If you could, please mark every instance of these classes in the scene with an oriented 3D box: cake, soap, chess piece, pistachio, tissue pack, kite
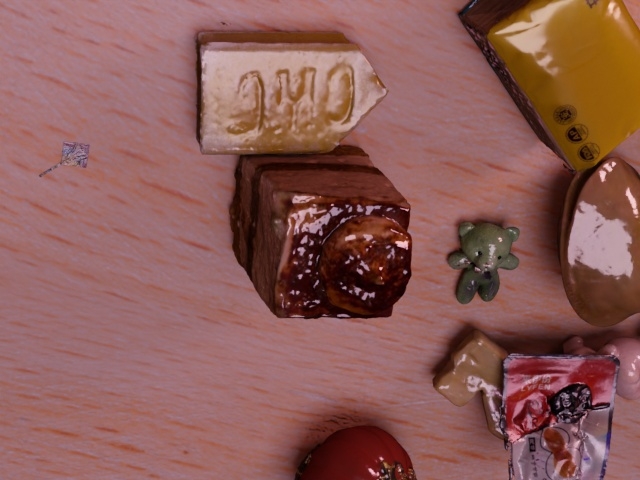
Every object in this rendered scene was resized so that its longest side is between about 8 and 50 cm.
[{"bbox_3d":[0.000,0.000,1.387,0.199,0.293,0.196,1,115,-18],"label":"cake"},{"bbox_3d":[-0.040,-0.202,1.397,0.258,0.080,0.160,-3,116,-11],"label":"soap"},{"bbox_3d":[0.322,0.267,1.694,0.301,0.137,0.137,41,101,-21],"label":"chess piece"},{"bbox_3d":[0.439,0.003,1.563,0.212,0.163,0.260,-48,119,-26],"label":"pistachio"},{"bbox_3d":[0.350,-0.258,1.428,0.192,0.134,0.271,-38,118,6],"label":"tissue pack"},{"bbox_3d":[-0.356,-0.115,1.411,0.078,0.002,0.044,-13,117,-7],"label":"kite"}]

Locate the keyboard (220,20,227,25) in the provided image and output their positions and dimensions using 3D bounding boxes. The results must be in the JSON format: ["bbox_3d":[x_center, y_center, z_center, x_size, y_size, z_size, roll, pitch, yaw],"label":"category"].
[{"bbox_3d":[-0.113,-0.467,1.282,0.104,0.041,0.381,-6,110,-9],"label":"keyboard"}]

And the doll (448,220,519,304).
[{"bbox_3d":[0.258,0.041,1.592,0.115,0.077,0.150,1,127,-2],"label":"doll"}]

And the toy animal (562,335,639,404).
[{"bbox_3d":[0.511,0.208,1.687,0.213,0.124,0.124,-15,119,10],"label":"toy animal"}]

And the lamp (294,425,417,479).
[{"bbox_3d":[0.052,0.410,1.652,0.227,0.227,0.226,-5,116,-10],"label":"lamp"}]

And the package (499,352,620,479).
[{"bbox_3d":[0.381,0.314,1.633,0.194,0.071,0.269,0,88,-14],"label":"package"}]
